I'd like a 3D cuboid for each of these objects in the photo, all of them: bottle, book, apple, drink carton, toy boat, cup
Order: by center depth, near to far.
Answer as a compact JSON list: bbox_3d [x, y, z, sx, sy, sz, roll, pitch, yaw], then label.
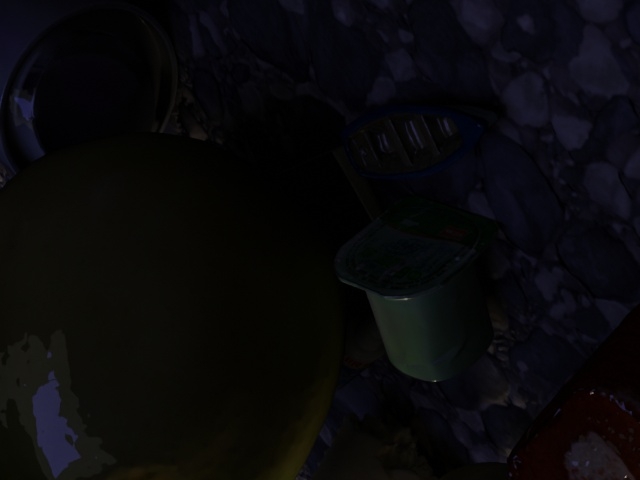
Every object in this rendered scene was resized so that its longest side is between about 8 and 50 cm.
[{"bbox_3d":[0.101,-0.105,1.313,0.229,0.046,0.080,-10,108,57],"label":"toy boat"},{"bbox_3d":[0.109,0.060,1.369,0.146,0.144,0.142,23,141,44],"label":"drink carton"},{"bbox_3d":[-0.195,0.113,1.460,0.473,0.473,0.474,35,143,33],"label":"apple"},{"bbox_3d":[0.000,0.000,1.571,0.269,0.025,0.191,-18,103,58],"label":"book"},{"bbox_3d":[0.046,0.125,1.588,0.060,0.060,0.217,53,148,8],"label":"bottle"},{"bbox_3d":[-0.376,-0.239,1.678,0.371,0.253,0.253,36,143,37],"label":"cup"}]

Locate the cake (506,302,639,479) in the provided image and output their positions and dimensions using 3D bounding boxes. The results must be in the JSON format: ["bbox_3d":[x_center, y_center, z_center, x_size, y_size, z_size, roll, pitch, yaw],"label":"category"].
[{"bbox_3d":[0.294,0.191,1.214,0.177,0.151,0.283,39,148,11],"label":"cake"}]

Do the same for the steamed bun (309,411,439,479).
[{"bbox_3d":[0.093,0.397,1.622,0.272,0.273,0.290,22,140,22],"label":"steamed bun"}]

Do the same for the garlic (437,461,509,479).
[{"bbox_3d":[0.231,0.376,1.370,0.286,0.313,0.249,28,113,50],"label":"garlic"}]
